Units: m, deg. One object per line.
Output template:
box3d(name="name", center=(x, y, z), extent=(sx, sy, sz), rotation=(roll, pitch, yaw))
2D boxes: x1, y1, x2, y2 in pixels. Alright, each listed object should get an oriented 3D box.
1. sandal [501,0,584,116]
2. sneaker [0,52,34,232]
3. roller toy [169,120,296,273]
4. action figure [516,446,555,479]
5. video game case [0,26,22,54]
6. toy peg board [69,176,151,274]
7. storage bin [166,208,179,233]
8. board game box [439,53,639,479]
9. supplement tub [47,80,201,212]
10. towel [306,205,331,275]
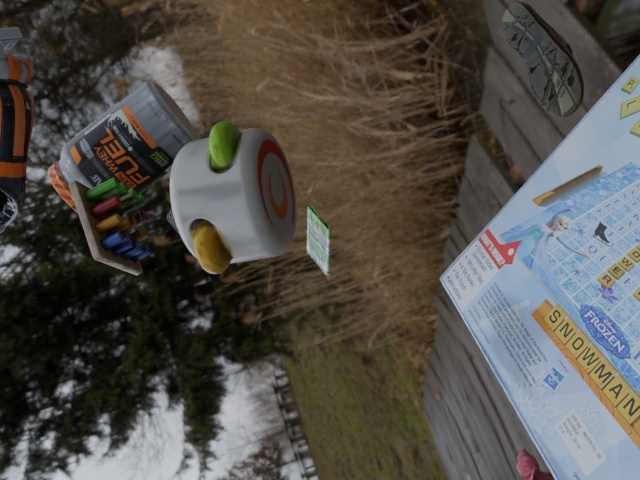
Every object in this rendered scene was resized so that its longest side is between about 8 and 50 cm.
box3d(name="sandal", center=(0.379, -0.309, 1.127), extent=(0.219, 0.060, 0.090), rotation=(64, 146, 21))
box3d(name="sneaker", center=(-0.409, -0.084, 0.642), extent=(0.125, 0.321, 0.179), rotation=(-8, -78, -61))
box3d(name="roller toy", center=(-0.130, -0.060, 0.997), extent=(0.191, 0.147, 0.209), rotation=(-5, -94, -73))
box3d(name="action figure", center=(0.248, 0.421, 0.762), extent=(0.248, 0.276, 0.369), rotation=(-2, -99, -56))
box3d(name="video game case", center=(-0.656, -0.313, 1.192), extent=(0.201, 0.184, 0.023), rotation=(-32, -85, -51))
box3d(name="toy peg board", center=(-0.377, -0.035, 1.272), extent=(0.160, 0.079, 0.161), rotation=(65, -173, 18))
box3d(name="storage bin", center=(-0.262, -0.069, 1.617), extent=(0.122, 0.084, 0.180), rotation=(50, -139, 0))
box3d(name="board game box", center=(0.239, 0.015, 0.363), extent=(0.066, 0.318, 0.318), rotation=(25, -154, -29))
box3d(name="supplement tub", center=(-0.450, -0.201, 1.542), extent=(0.193, 0.316, 0.193), rotation=(52, -176, -5))
box3d(name="towel", center=(0.000, 0.000, 1.687), extent=(0.113, 0.023, 0.151), rotation=(49, 148, 41))
